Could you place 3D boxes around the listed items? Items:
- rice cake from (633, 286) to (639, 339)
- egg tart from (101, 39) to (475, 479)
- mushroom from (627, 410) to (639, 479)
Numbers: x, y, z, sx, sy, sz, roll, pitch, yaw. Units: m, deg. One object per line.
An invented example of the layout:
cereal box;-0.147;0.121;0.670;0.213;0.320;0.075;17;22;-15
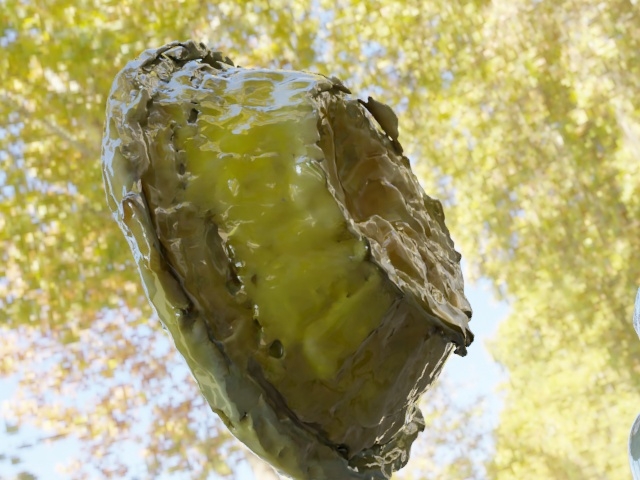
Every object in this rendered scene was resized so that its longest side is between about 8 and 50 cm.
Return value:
rice cake;0.288;0.021;0.890;0.063;0.066;0.336;-16;-32;6
egg tart;0.000;0.000;0.672;0.120;0.315;0.315;-29;-29;22
mushroom;0.156;0.088;0.417;0.067;0.083;0.083;-40;-22;-18
